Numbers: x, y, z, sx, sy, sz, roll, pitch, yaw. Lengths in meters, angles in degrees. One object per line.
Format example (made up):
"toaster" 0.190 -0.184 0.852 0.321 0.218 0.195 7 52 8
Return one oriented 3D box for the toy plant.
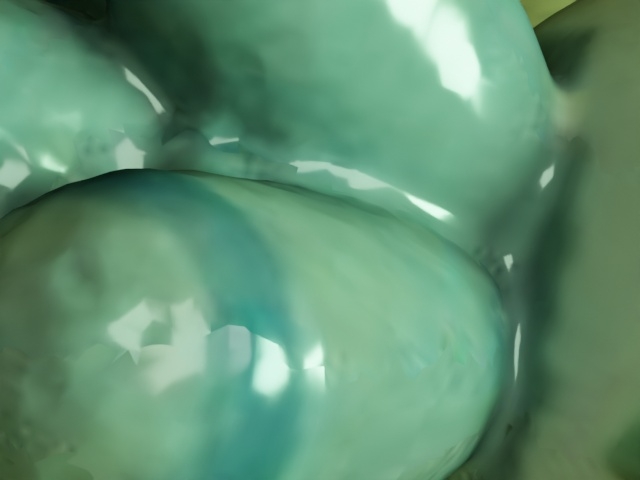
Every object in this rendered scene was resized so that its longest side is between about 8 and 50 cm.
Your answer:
"toy plant" 0.000 0.000 0.498 0.332 0.247 0.247 15 74 -16
